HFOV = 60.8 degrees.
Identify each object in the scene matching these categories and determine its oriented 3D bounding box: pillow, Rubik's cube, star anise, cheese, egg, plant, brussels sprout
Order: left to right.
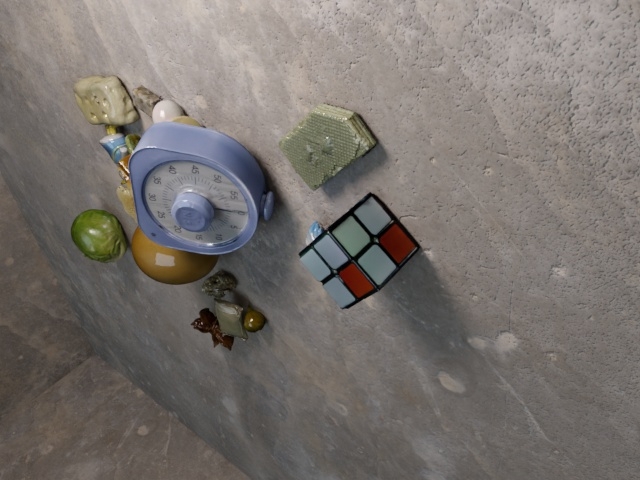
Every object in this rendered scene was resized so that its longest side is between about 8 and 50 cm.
[{"bbox_3d":[-0.954,-0.016,2.349,0.244,0.244,0.244,28,139,28],"label":"brussels sprout"},{"bbox_3d":[-0.708,-0.452,1.776,0.262,0.093,0.159,14,130,40],"label":"cheese"},{"bbox_3d":[-0.481,0.025,1.822,0.322,0.250,0.250,12,130,35],"label":"egg"},{"bbox_3d":[-0.409,0.331,2.147,0.212,0.111,0.196,23,143,21],"label":"star anise"},{"bbox_3d":[-0.360,0.179,1.963,0.116,0.104,0.122,16,140,24],"label":"plant"},{"bbox_3d":[-0.330,0.290,2.004,0.119,0.053,0.208,20,139,19],"label":"pillow"},{"bbox_3d":[0.087,0.026,1.267,0.180,0.183,0.167,51,146,2],"label":"Rubik's cube"}]

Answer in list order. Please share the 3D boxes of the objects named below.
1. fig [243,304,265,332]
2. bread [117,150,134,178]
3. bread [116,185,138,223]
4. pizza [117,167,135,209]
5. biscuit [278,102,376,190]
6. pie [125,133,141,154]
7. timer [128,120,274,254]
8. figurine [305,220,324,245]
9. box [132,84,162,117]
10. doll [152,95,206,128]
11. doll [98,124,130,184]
[{"bbox_3d":[-0.241,0.279,1.952,0.084,0.081,0.098,119,130,-89],"label":"fig"},{"bbox_3d":[-0.531,-0.215,1.609,0.094,0.090,0.035,47,154,3],"label":"bread"},{"bbox_3d":[-0.696,-0.118,2.110,0.250,0.039,0.182,17,132,37],"label":"bread"},{"bbox_3d":[-0.455,-0.121,1.683,0.365,0.182,0.074,19,-178,-15],"label":"pizza"},{"bbox_3d":[0.007,-0.218,1.242,0.150,0.052,0.252,55,144,-5],"label":"biscuit"},{"bbox_3d":[-0.566,-0.257,1.755,0.187,0.041,0.187,63,-174,-11],"label":"pie"},{"bbox_3d":[-0.314,-0.116,1.476,0.394,0.173,0.395,5,135,6],"label":"timer"},{"bbox_3d":[0.000,0.000,1.442,0.114,0.079,0.114,58,-179,-2],"label":"figurine"},{"bbox_3d":[-0.519,-0.417,1.641,0.098,0.045,0.062,34,141,23],"label":"box"},{"bbox_3d":[-0.435,-0.281,1.615,0.208,0.143,0.271,62,145,20],"label":"doll"},{"bbox_3d":[-0.686,-0.286,1.898,0.135,0.099,0.241,-12,116,26],"label":"doll"}]
